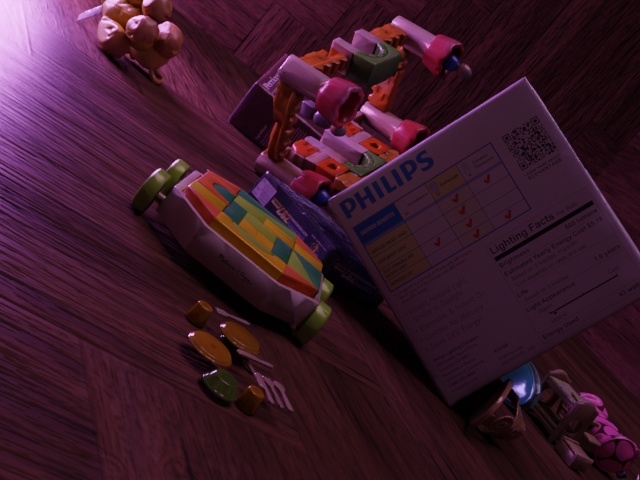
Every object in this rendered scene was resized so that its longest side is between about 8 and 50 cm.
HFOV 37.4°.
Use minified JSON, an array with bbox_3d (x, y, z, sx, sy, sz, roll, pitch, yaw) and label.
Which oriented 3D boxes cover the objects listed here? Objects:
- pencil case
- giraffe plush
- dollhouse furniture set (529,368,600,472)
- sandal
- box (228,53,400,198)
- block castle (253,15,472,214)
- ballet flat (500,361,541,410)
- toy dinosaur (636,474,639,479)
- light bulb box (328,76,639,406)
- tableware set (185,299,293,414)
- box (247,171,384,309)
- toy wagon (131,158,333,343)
[{"bbox_3d":[0.565,0.385,1.910,0.209,0.098,0.095,-103,-174,-70],"label":"pencil case"},{"bbox_3d":[-0.344,-0.400,1.851,0.210,0.181,0.170,6,-25,36],"label":"giraffe plush"},{"bbox_3d":[0.497,0.345,1.746,0.161,0.101,0.182,26,15,-28],"label":"dollhouse furniture set"},{"bbox_3d":[0.276,0.259,1.419,0.079,0.088,0.240,46,4,5],"label":"sandal"},{"bbox_3d":[-0.002,-0.236,2.188,0.381,0.143,0.191,38,38,-4],"label":"box"},{"bbox_3d":[0.096,-0.245,1.899,0.213,0.303,0.453,36,40,21],"label":"block castle"},{"bbox_3d":[0.360,0.250,1.791,0.087,0.083,0.247,51,5,-34],"label":"ballet flat"},{"bbox_3d":[0.476,0.415,1.451,0.053,0.093,0.183,45,11,19],"label":"toy dinosaur"},{"bbox_3d":[0.267,0.003,1.471,0.361,0.358,0.225,60,12,7],"label":"light bulb box"},{"bbox_3d":[-0.090,0.110,0.893,0.104,0.024,0.154,29,16,-36],"label":"tableware set"},{"bbox_3d":[0.000,0.000,1.571,0.183,0.059,0.233,32,13,-49],"label":"box"},{"bbox_3d":[-0.096,-0.003,1.214,0.267,0.068,0.344,40,10,-5],"label":"toy wagon"}]
